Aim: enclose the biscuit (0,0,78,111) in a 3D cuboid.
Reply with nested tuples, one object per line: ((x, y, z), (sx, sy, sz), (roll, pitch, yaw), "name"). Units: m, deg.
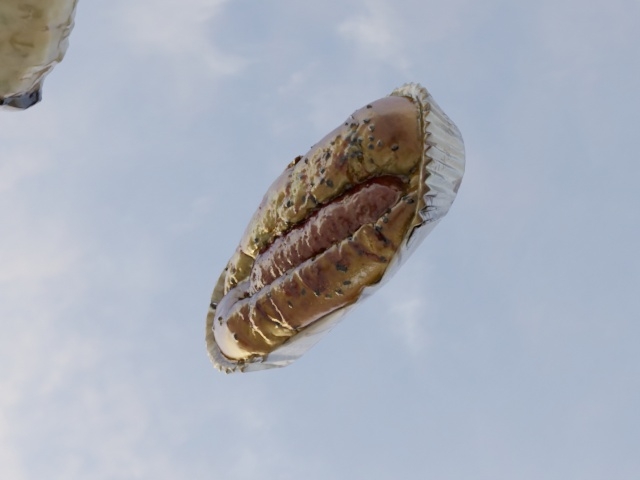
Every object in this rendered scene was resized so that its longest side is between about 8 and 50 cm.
((-0.097, -0.153, 0.609), (0.055, 0.061, 0.219), (21, -65, -3), "biscuit")

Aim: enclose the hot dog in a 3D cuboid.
((0.000, 0.000, 0.840), (0.053, 0.099, 0.192), (27, -54, -32), "hot dog")
